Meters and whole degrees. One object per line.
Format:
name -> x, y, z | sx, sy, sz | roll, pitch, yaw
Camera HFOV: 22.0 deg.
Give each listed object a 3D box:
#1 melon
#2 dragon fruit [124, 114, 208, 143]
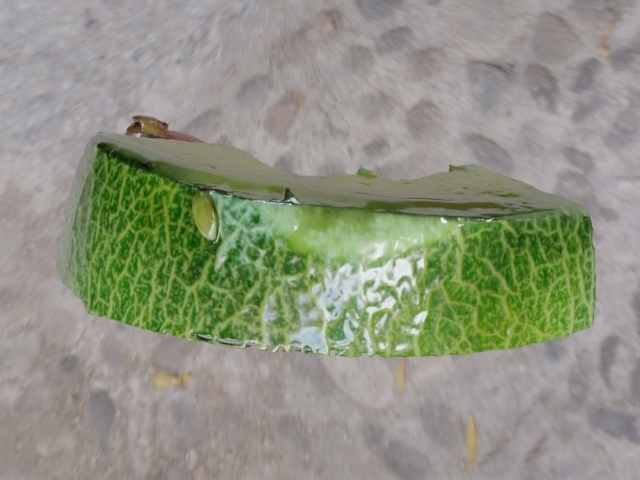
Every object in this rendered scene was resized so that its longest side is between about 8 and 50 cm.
melon -> 0.000, 0.000, 0.634 | 0.210, 0.118, 0.064 | 3, 102, -4
dragon fruit -> -0.085, -0.029, 1.094 | 0.068, 0.112, 0.126 | -16, 98, -11
